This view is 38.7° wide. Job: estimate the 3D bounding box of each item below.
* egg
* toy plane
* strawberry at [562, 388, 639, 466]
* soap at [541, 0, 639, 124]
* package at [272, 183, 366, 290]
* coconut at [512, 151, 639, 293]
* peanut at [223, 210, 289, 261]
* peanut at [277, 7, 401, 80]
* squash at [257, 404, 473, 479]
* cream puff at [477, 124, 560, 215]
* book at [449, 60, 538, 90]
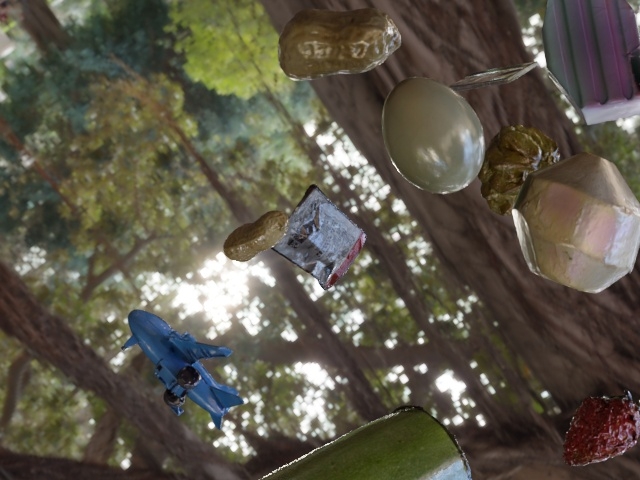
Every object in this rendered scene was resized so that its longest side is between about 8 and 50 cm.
[{"bbox_3d":[0.216,-0.204,1.768,0.186,0.242,0.186,-35,-165,11],"label":"egg"},{"bbox_3d":[-0.263,0.234,1.688,0.105,0.271,0.254,-50,179,-45],"label":"toy plane"},{"bbox_3d":[0.598,0.397,1.908,0.192,0.141,0.085,-14,-175,-5],"label":"strawberry"},{"bbox_3d":[0.566,-0.414,1.911,0.192,0.324,0.109,-10,167,15],"label":"soap"},{"bbox_3d":[0.000,0.000,1.862,0.154,0.239,0.030,-53,-135,-4],"label":"package"},{"bbox_3d":[0.435,-0.033,1.524,0.237,0.237,0.197,-43,-140,-21],"label":"coconut"},{"bbox_3d":[-0.091,-0.006,1.298,0.113,0.054,0.054,-28,-159,23],"label":"peanut"},{"bbox_3d":[0.017,-0.412,1.893,0.291,0.143,0.159,2,178,37],"label":"peanut"},{"bbox_3d":[0.083,0.517,1.816,0.384,0.263,0.263,-20,-170,-32],"label":"squash"},{"bbox_3d":[0.508,-0.180,2.319,0.244,0.196,0.244,-57,165,-24],"label":"cream puff"},{"bbox_3d":[0.388,-0.371,2.067,0.127,0.014,0.181,-32,-159,-36],"label":"book"}]
